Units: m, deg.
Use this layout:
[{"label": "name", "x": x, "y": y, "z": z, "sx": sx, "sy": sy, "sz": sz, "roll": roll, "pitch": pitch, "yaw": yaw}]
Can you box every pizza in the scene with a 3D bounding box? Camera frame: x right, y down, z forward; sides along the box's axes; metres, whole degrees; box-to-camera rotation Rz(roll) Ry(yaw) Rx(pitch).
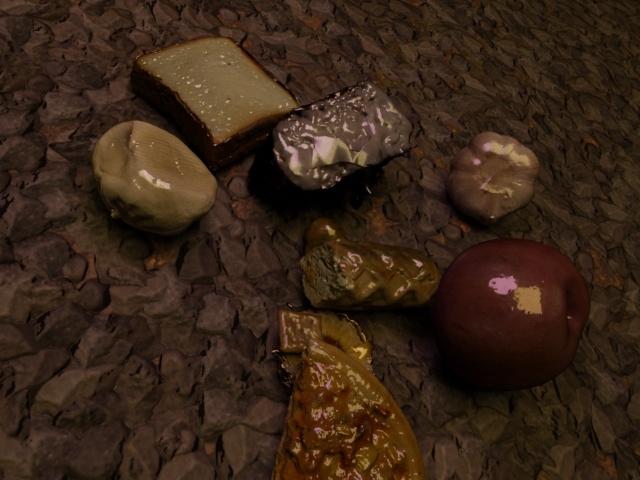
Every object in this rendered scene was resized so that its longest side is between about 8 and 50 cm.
[{"label": "pizza", "x": 0.068, "y": 0.313, "z": 0.886, "sx": 0.258, "sy": 0.087, "sz": 0.268, "roll": 19, "pitch": 66, "yaw": -16}]

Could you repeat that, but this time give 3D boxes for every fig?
[{"label": "fig", "x": 0.000, "y": 0.000, "z": 1.117, "sx": 0.098, "sy": 0.082, "sz": 0.084, "roll": -33, "pitch": 105, "yaw": -17}]

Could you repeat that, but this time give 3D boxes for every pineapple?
[{"label": "pineapple", "x": 0.004, "y": 0.204, "z": 0.998, "sx": 0.221, "sy": 0.047, "sz": 0.221, "roll": 14, "pitch": 51, "yaw": -18}]

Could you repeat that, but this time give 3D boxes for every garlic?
[{"label": "garlic", "x": 0.414, "y": -0.144, "z": 1.357, "sx": 0.218, "sy": 0.218, "sz": 0.212, "roll": 44, "pitch": 11, "yaw": 9}]

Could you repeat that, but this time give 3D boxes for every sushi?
[{"label": "sushi", "x": 0.030, "y": -0.172, "z": 1.168, "sx": 0.349, "sy": 0.207, "sz": 0.234, "roll": -25, "pitch": 82, "yaw": -28}]

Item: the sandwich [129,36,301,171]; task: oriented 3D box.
[{"label": "sandwich", "x": -0.216, "y": -0.312, "z": 1.207, "sx": 0.301, "sy": 0.099, "sz": 0.271, "roll": 45, "pitch": 48, "yaw": 18}]

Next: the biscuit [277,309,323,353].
[{"label": "biscuit", "x": -0.033, "y": 0.160, "z": 0.968, "sx": 0.083, "sy": 0.018, "sz": 0.081, "roll": 10, "pitch": 52, "yaw": -21}]

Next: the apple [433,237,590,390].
[{"label": "apple", "x": 0.357, "y": 0.137, "z": 1.042, "sx": 0.306, "sy": 0.235, "sz": 0.305, "roll": -1, "pitch": 91, "yaw": -49}]

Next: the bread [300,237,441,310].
[{"label": "bread", "x": 0.108, "y": 0.069, "z": 1.068, "sx": 0.268, "sy": 0.129, "sz": 0.152, "roll": 6, "pitch": 21, "yaw": -30}]

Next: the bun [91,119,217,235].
[{"label": "bun", "x": -0.308, "y": -0.104, "z": 1.015, "sx": 0.229, "sy": 0.145, "sz": 0.229, "roll": 35, "pitch": 21, "yaw": -16}]
